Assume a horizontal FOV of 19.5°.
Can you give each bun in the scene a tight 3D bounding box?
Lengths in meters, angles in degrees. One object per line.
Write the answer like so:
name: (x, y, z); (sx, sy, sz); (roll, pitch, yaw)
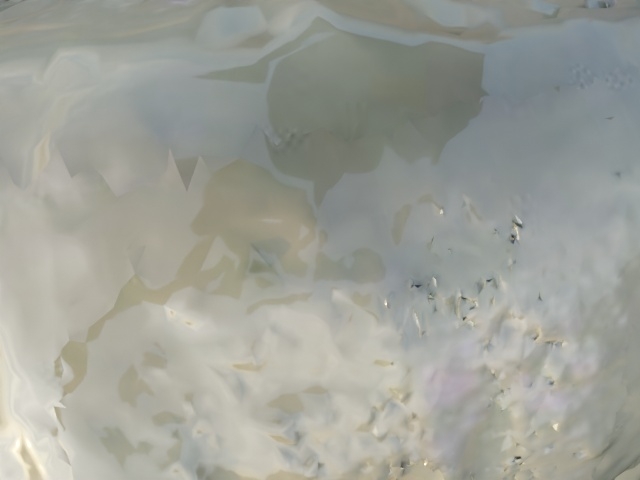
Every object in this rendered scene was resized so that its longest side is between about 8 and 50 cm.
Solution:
bun: (0.000, 0.000, 0.588); (0.359, 0.360, 0.211); (-7, 104, 12)
